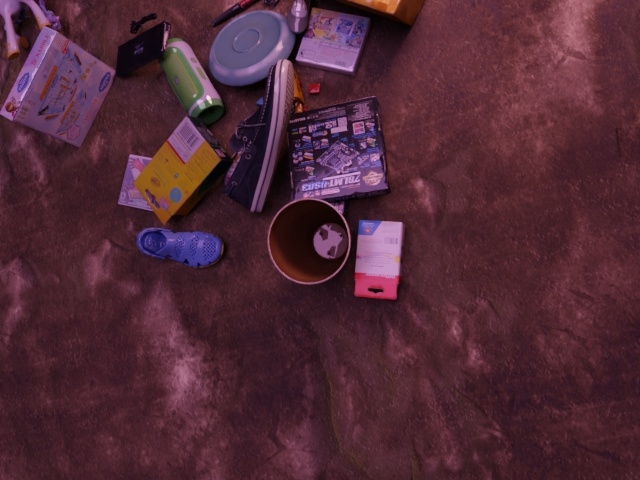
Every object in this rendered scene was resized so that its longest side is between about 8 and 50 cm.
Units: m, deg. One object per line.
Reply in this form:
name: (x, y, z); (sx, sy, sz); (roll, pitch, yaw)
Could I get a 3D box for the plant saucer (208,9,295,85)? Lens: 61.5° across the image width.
plant saucer: (-0.237, -0.652, 1.785); (0.318, 0.043, 0.317); (-8, 63, 16)

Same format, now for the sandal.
sandal: (-0.475, 0.019, 1.776); (0.318, 0.138, 0.126); (3, 82, 13)

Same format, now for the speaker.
speaker: (-0.444, -0.541, 1.836); (0.131, 0.131, 0.296); (-33, 77, 9)

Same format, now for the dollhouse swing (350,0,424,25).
dollhouse swing: (0.158, -0.868, 1.644); (0.347, 0.315, 0.304); (26, 111, 16)

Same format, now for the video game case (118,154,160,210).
video game case: (-0.601, -0.198, 1.890); (0.201, 0.023, 0.183); (11, 87, 16)

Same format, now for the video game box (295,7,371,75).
video game box: (0.042, -0.650, 1.762); (0.205, 0.048, 0.187); (18, 90, 16)

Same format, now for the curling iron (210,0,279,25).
curling iron: (-0.260, -0.809, 1.864); (0.274, 0.035, 0.068); (-18, 79, 12)

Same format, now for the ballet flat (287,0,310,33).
ballet flat: (-0.067, -0.772, 1.758); (0.072, 0.068, 0.213); (7, 63, 3)

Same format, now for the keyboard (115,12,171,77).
keyboard: (-0.619, -0.696, 1.881); (0.317, 0.033, 0.201); (-3, 81, 41)

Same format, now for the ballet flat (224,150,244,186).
ballet flat: (-0.263, -0.273, 1.782); (0.077, 0.079, 0.221); (34, 93, 15)

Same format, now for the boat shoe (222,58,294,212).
boat shoe: (-0.190, -0.304, 1.612); (0.156, 0.186, 0.500); (19, 127, -3)

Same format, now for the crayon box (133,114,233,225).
crayon box: (-0.459, -0.227, 1.781); (0.318, 0.081, 0.202); (-43, 76, 20)

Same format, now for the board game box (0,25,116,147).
board game box: (-0.883, -0.512, 1.847); (0.066, 0.318, 0.318); (28, 91, 16)

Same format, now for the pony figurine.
pony figurine: (-1.126, -0.916, 2.005); (0.351, 0.303, 0.363); (-29, 93, 18)

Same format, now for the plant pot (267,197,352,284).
plant pot: (0.000, 0.000, 1.586); (0.237, 0.254, 0.237); (0, 91, 16)

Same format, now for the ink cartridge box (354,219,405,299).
ink cartridge box: (0.179, 0.059, 1.630); (0.134, 0.078, 0.230); (4, 85, 16)

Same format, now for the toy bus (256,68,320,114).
toy bus: (-0.109, -0.464, 1.750); (0.202, 0.104, 0.190); (30, 92, 16)

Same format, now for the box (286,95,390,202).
box: (0.050, -0.266, 1.645); (0.296, 0.073, 0.293); (-9, 81, 13)

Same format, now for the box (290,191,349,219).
box: (0.010, -0.188, 1.713); (0.183, 0.056, 0.230); (10, 86, 15)
